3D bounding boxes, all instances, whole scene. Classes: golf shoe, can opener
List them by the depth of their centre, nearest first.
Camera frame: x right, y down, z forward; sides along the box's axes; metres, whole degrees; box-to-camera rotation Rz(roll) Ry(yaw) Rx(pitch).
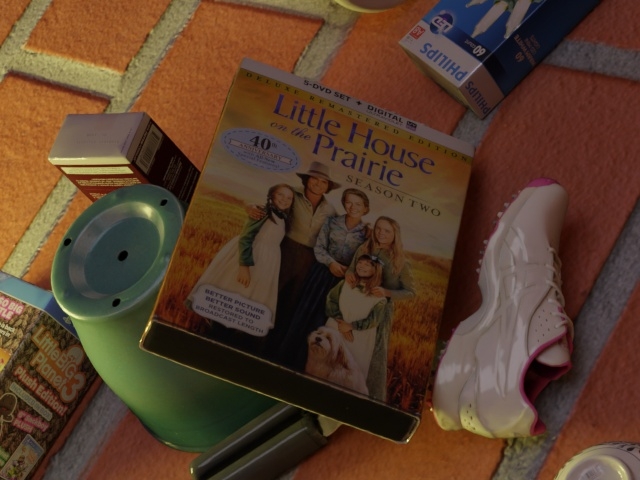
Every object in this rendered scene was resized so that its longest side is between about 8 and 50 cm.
[{"bbox_3d":[0.230,0.079,1.926,0.140,0.115,0.306,15,76,30],"label":"golf shoe"},{"bbox_3d":[-0.036,0.200,2.007,0.283,0.095,0.076,-34,46,7],"label":"can opener"}]

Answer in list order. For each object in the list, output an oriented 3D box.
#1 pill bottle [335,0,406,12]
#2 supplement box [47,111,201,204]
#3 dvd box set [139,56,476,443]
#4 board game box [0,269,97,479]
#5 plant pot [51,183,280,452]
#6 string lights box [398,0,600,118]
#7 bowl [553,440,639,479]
[{"bbox_3d":[-0.013,-0.482,2.386,0.224,0.224,0.392,-46,46,-4],"label":"pill bottle"},{"bbox_3d":[-0.217,-0.065,2.210,0.130,0.239,0.073,2,59,33],"label":"supplement box"},{"bbox_3d":[0.000,0.000,1.966,0.307,0.062,0.420,21,48,-6],"label":"dvd box set"},{"bbox_3d":[-0.448,0.188,2.247,0.232,0.141,0.291,20,71,40],"label":"board game box"},{"bbox_3d":[-0.173,0.075,2.074,0.272,0.255,0.271,-16,52,22],"label":"plant pot"},{"bbox_3d":[0.239,-0.288,2.189,0.259,0.077,0.133,-45,48,-3],"label":"string lights box"},{"bbox_3d":[0.290,0.264,1.765,0.170,0.080,0.170,-16,52,22],"label":"bowl"}]
